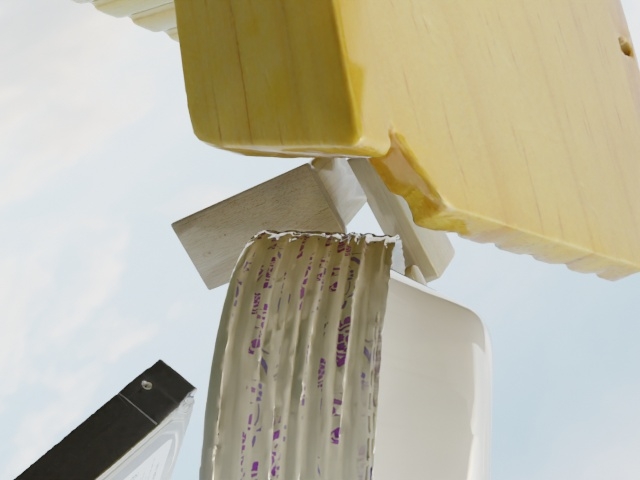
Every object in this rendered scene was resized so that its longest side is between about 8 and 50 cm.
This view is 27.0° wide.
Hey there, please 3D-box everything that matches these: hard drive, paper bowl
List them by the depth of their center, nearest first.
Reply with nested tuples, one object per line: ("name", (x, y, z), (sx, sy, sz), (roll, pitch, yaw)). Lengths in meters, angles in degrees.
("paper bowl", (0.026, 0.136, 0.787), (0.148, 0.284, 0.284), (1, -146, 7))
("hard drive", (-0.268, 0.292, 1.336), (0.339, 0.064, 0.237), (-39, 159, -41))

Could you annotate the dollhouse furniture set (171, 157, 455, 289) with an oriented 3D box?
("dollhouse furniture set", (0.000, 0.000, 1.014), (0.123, 0.144, 0.151), (-22, -166, 29))

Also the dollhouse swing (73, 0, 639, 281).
("dollhouse swing", (0.004, -0.092, 0.908), (0.305, 0.347, 0.315), (-25, -116, 36))
